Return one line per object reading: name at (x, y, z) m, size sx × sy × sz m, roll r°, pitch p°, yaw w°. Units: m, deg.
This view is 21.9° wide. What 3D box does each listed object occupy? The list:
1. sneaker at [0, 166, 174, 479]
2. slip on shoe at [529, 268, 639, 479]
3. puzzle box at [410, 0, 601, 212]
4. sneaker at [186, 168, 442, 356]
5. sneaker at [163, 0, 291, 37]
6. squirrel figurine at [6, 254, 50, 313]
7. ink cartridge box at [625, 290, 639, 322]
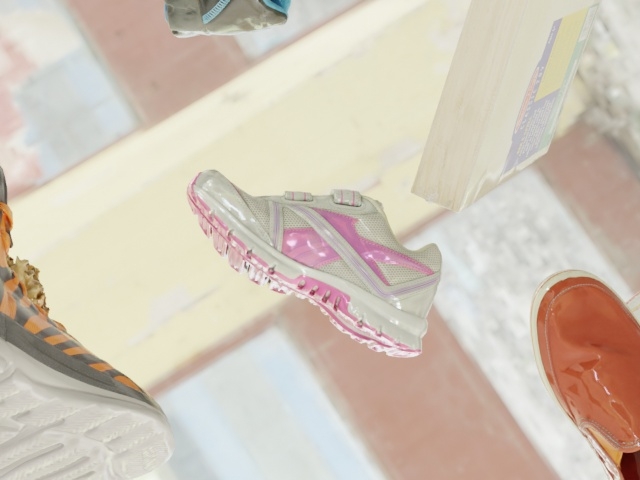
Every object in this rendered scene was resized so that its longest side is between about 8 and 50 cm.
sneaker at (-0.201, 0.046, 1.075) m, size 0.321 × 0.124 × 0.180 m, roll 47°, pitch -156°, yaw -57°
slip on shoe at (0.312, 0.179, 1.646) m, size 0.101 × 0.123 × 0.331 m, roll 145°, pitch 102°, yaw -78°
puzzle box at (0.204, -0.241, 1.465) m, size 0.052 × 0.409 × 0.272 m, roll 24°, pitch -158°, yaw 17°
sneaker at (0.000, 0.000, 1.468) m, size 0.252 × 0.111 × 0.103 m, roll 31°, pitch 167°, yaw -7°
sneaker at (-0.100, -0.368, 1.757) m, size 0.341 × 0.139 × 0.125 m, roll 88°, pitch -174°, yaw -45°
squirrel figurine at (-0.403, 0.138, 1.611) m, size 0.397 × 0.370 × 0.281 m, roll -9°, pitch 111°, yaw 37°
ink cartridge box at (0.394, 0.102, 1.912) m, size 0.078 × 0.134 × 0.231 m, roll 49°, pitch -175°, yaw -3°
